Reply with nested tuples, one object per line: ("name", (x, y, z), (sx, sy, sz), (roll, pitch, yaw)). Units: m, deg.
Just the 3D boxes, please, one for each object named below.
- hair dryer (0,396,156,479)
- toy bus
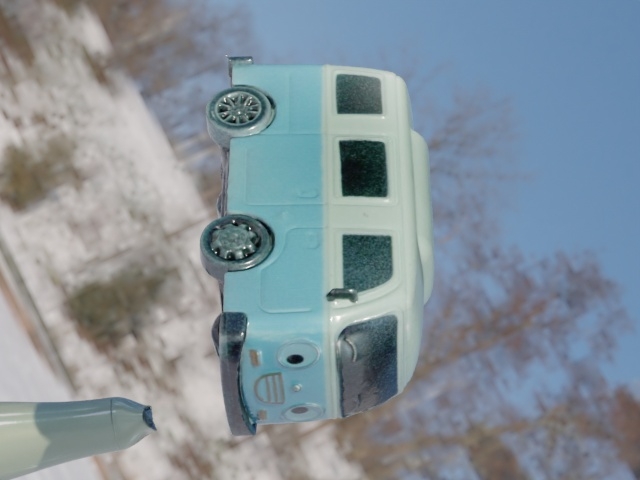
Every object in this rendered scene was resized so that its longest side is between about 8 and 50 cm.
("hair dryer", (-0.251, 0.190, 1.654), (0.237, 0.206, 0.075), (96, -14, -78))
("toy bus", (0.000, 0.000, 1.287), (0.133, 0.165, 0.271), (87, 2, -50))
